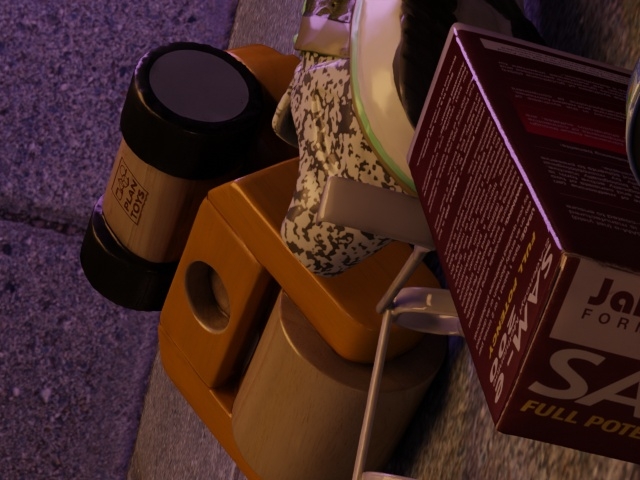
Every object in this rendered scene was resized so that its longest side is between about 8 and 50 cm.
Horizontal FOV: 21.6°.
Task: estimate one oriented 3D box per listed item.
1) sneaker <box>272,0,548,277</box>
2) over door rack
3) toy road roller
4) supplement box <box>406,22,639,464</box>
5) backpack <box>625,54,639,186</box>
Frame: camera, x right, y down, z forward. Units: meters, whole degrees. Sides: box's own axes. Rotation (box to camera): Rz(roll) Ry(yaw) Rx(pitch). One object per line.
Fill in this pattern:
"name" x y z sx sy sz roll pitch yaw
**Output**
"sneaker" 0.029 -0.139 1.019 0.182 0.158 0.410 -37 30 31
"over door rack" 0.045 0.126 0.855 0.324 0.108 0.240 56 -135 -76
"toy road roller" 0.000 0.000 1.205 0.329 0.240 0.202 52 141 25
"supplement box" 0.117 -0.002 0.649 0.239 0.130 0.073 -100 26 -66
"backpack" 0.158 -0.058 0.564 0.084 0.105 0.114 -68 2 -71
